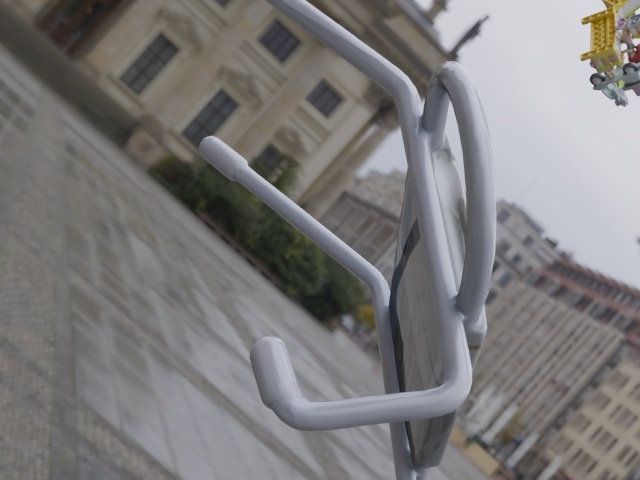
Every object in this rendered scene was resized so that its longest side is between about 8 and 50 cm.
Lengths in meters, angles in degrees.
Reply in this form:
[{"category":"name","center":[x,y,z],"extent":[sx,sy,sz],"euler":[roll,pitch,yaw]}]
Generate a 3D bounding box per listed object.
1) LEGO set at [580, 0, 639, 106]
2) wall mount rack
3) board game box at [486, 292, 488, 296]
[{"category":"LEGO set","center":[0.441,-0.283,1.600],"extent":[0.132,0.287,0.107],"euler":[3,-39,44]},{"category":"wall mount rack","center":[0.000,0.000,0.653],"extent":[0.350,0.130,0.304],"euler":[94,-11,-58]},{"category":"board game box","center":[0.098,0.080,1.000],"extent":[0.020,0.090,0.090],"euler":[26,-11,-20]}]
